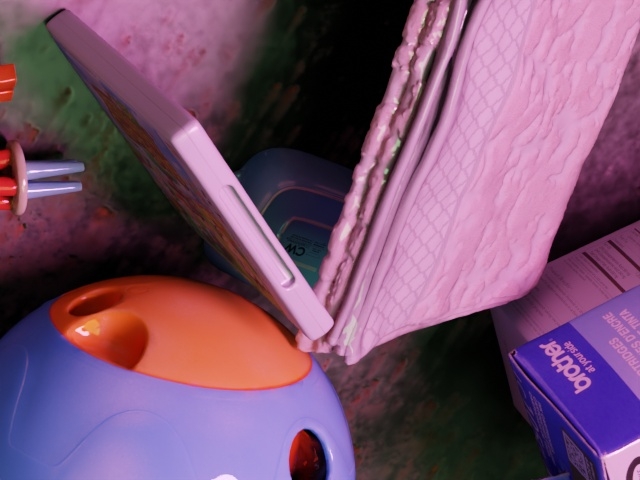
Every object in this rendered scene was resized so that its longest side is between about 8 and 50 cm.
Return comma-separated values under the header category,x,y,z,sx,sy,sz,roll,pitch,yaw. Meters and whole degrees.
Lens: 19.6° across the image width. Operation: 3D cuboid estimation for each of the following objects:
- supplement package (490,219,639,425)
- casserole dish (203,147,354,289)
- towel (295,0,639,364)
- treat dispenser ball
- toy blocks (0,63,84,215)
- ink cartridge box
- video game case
category,x,y,z,sx,sy,sz,roll,pitch,yaw
supplement package,0.283,0.074,1.523,0.244,0.134,0.139,-25,127,-9
casserole dish,0.000,0.000,1.408,0.188,0.037,0.114,20,109,-32
towel,0.129,-0.083,1.312,0.317,0.053,0.331,-19,133,-56
treat dispenser ball,-0.119,0.167,1.296,0.288,0.288,0.288,-12,124,-18
toy blocks,-0.232,-0.071,1.243,0.148,0.054,0.123,-6,122,-22
ink cartridge box,0.317,0.152,1.407,0.395,0.151,0.270,-27,127,-9
video game case,-0.089,-0.045,1.226,0.023,0.212,0.193,-39,128,-8
